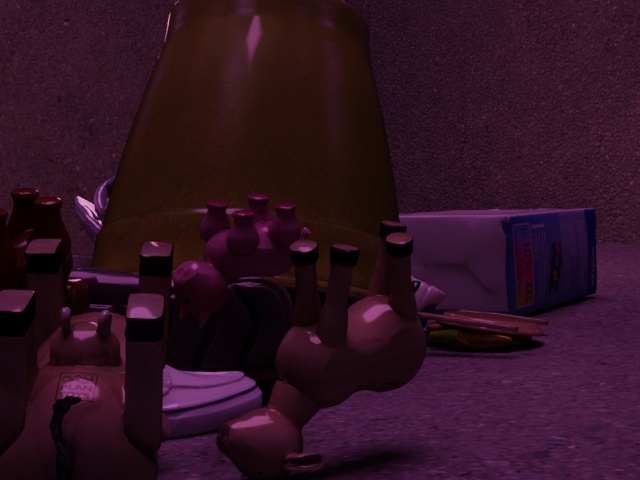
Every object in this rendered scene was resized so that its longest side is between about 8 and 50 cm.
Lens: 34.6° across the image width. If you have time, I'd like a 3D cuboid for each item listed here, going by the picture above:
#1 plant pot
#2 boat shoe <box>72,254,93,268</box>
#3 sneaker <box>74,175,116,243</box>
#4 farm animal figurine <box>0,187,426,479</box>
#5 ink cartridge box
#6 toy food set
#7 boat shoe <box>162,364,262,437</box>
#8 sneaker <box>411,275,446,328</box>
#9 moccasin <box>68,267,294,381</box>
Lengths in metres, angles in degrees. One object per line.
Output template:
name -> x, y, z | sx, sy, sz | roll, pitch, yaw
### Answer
plant pot -> -0.069, -0.090, 1.173 | 0.367, 0.352, 0.366 | 4, -13, 1
boat shoe -> -0.381, 0.078, 1.474 | 0.113, 0.104, 0.306 | -6, -5, 13
sneaker -> -0.258, -0.022, 1.564 | 0.137, 0.210, 0.366 | -30, 19, 2
farm animal figurine -> -0.109, 0.084, 0.645 | 0.331, 0.172, 0.327 | 6, 16, 11
ink cartridge box -> 0.261, 0.024, 1.607 | 0.270, 0.151, 0.396 | 0, 5, 35
toy food set -> 0.191, 0.107, 1.191 | 0.133, 0.038, 0.192 | 7, 1, 25
boat shoe -> -0.152, 0.113, 0.800 | 0.226, 0.075, 0.083 | -3, 3, -26
sneaker -> 0.102, 0.090, 1.267 | 0.068, 0.071, 0.170 | 29, -11, 4
moccasin -> -0.216, 0.083, 0.916 | 0.380, 0.139, 0.147 | -6, -12, -16
